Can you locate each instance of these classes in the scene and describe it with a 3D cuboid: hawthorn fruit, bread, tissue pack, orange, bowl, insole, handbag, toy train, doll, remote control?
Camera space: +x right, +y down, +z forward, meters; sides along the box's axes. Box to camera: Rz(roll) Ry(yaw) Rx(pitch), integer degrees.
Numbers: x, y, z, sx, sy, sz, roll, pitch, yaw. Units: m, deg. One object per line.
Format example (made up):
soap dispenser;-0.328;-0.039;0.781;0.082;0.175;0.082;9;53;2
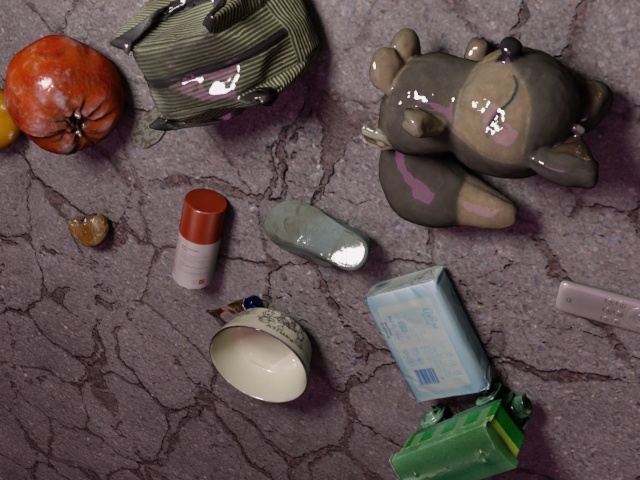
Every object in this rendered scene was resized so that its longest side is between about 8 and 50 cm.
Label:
hawthorn fruit;-0.545;-0.322;1.618;0.272;0.242;0.242;56;135;29
bread;-0.551;-0.026;1.876;0.113;0.060;0.082;-2;117;31
tissue pack;0.222;0.191;1.579;0.177;0.089;0.263;-18;106;33
orange;-0.769;-0.282;1.797;0.156;0.124;0.156;16;127;22
bowl;-0.121;0.243;1.754;0.237;0.126;0.238;11;129;14
insole;-0.352;-0.257;1.665;0.193;0.006;0.065;-36;97;38
handbag;-0.192;-0.341;1.384;0.340;0.240;0.247;-6;119;29
toy train;0.296;0.407;1.596;0.301;0.202;0.120;-34;94;38
doll;0.279;-0.172;1.286;0.382;0.252;0.378;20;157;20
remote control;0.558;0.134;1.399;0.261;0.029;0.067;16;124;19

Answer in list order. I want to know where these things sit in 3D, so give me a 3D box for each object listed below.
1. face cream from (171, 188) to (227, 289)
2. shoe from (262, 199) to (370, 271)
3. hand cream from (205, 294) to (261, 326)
face cream;-0.268;-0.002;1.716;0.096;0.096;0.214;26;127;12
shoe;0.000;0.000;1.586;0.251;0.103;0.100;24;171;29
hand cream;-0.203;0.167;1.823;0.163;0.039;0.062;-25;120;39
